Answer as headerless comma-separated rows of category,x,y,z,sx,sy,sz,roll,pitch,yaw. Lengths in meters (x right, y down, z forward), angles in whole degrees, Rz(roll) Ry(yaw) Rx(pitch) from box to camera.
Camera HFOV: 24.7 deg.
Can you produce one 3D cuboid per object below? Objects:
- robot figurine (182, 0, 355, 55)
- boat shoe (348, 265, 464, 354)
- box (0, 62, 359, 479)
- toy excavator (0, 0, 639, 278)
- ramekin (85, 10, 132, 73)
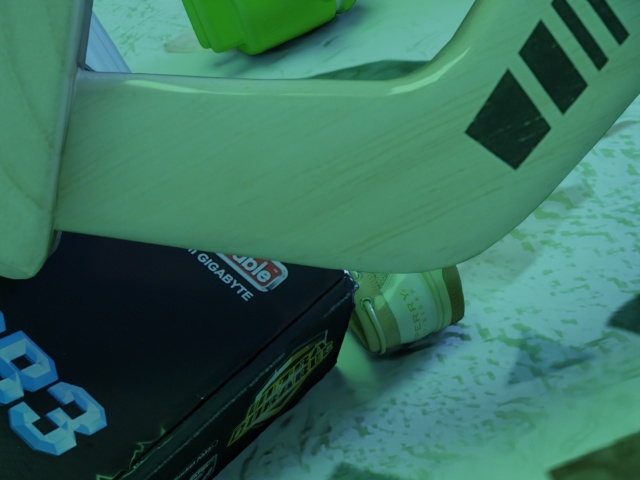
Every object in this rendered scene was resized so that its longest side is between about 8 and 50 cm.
robot figurine,-0.024,-0.155,0.880,0.115,0.067,0.101,-27,19,-12
boat shoe,0.001,0.002,0.631,0.048,0.056,0.153,-27,38,-21
box,-0.189,0.027,0.547,0.295,0.073,0.293,40,59,18
toy excavator,0.134,-0.096,0.497,0.445,0.433,0.222,-56,8,1
ramekin,-0.225,-0.058,0.782,0.273,0.127,0.273,-14,31,8
